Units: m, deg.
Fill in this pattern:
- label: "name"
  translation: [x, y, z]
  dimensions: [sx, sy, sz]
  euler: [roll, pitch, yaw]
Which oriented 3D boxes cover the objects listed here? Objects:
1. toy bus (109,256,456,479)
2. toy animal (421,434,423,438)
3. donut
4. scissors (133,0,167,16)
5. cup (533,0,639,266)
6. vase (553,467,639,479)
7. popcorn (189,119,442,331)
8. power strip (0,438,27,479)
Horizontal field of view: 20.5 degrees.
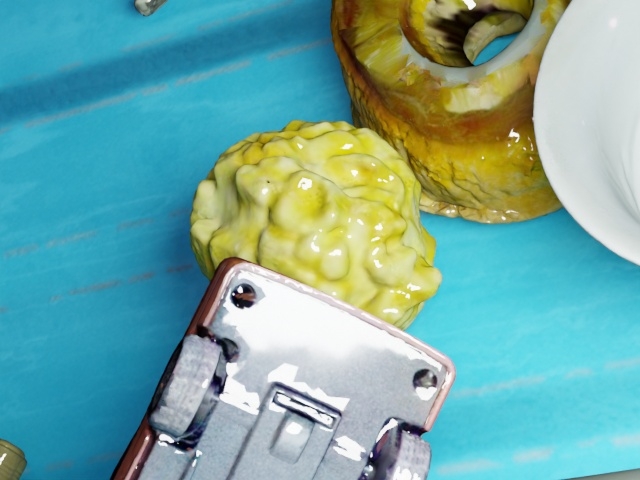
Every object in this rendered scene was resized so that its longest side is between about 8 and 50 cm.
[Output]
- label: "toy bus"
  translation: [-0.081, 0.231, 1.326]
  dimensions: [0.427, 0.203, 0.233]
  euler: [-64, 8, 1]
- label: "toy animal"
  translation: [-0.003, 0.153, 1.499]
  dimensions: [0.208, 0.100, 0.103]
  euler: [-6, 96, 26]
- label: "donut"
  translation: [0.155, -0.181, 1.570]
  dimensions: [0.330, 0.160, 0.330]
  euler: [-12, 53, 17]
- label: "scissors"
  translation: [-0.099, -0.351, 1.928]
  dimensions: [0.289, 0.041, 0.138]
  euler: [-46, 57, -9]
- label: "cup"
  translation: [0.352, -0.084, 1.362]
  dimensions: [0.347, 0.163, 0.347]
  euler: [-11, 58, 18]
- label: "vase"
  translation: [0.169, 0.252, 1.281]
  dimensions: [0.301, 0.156, 0.251]
  euler: [-7, 61, 36]
- label: "popcorn"
  translation: [-0.002, 0.008, 1.517]
  dimensions: [0.235, 0.217, 0.181]
  euler: [30, 46, 16]
- label: "power strip"
  translation: [-0.449, 0.206, 1.749]
  dimensions: [0.387, 0.066, 0.092]
  euler: [8, 62, 37]
